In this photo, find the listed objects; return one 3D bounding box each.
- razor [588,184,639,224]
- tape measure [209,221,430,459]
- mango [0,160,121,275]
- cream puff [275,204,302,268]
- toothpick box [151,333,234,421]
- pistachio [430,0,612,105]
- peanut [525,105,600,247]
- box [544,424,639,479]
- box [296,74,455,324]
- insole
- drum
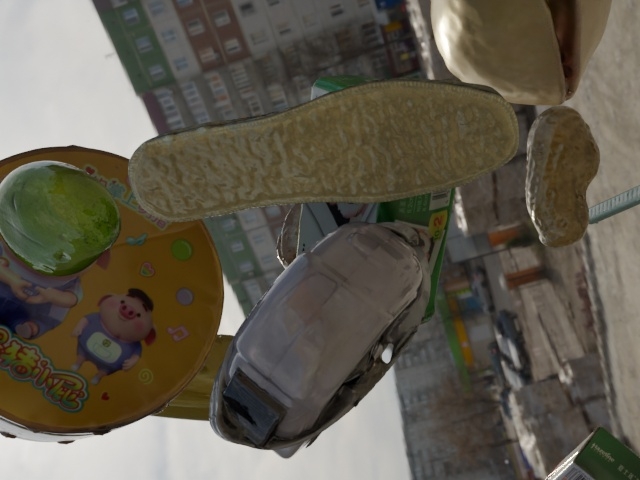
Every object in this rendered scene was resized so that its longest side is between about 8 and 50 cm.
[{"bbox_3d":[0.567,-0.074,1.347,0.278,0.056,0.111,149,128,-68],"label":"razor"},{"bbox_3d":[0.001,0.078,0.609,0.120,0.236,0.197,38,-178,13],"label":"tape measure"},{"bbox_3d":[-0.258,-0.026,0.724,0.117,0.163,0.089,53,-130,-7],"label":"mango"},{"bbox_3d":[0.000,0.000,1.321,0.115,0.165,0.150,26,-166,-48],"label":"cream puff"},{"bbox_3d":[-0.299,0.268,1.468,0.175,0.272,0.174,-175,90,-79],"label":"toothpick box"},{"bbox_3d":[0.210,-0.258,0.770,0.213,0.194,0.318,65,-171,18],"label":"pistachio"},{"bbox_3d":[0.359,-0.098,1.101,0.095,0.108,0.225,27,-115,-46],"label":"peanut"},{"bbox_3d":[0.416,0.364,1.001,0.199,0.081,0.135,41,149,21],"label":"box"},{"bbox_3d":[0.058,-0.042,0.792,0.180,0.103,0.250,36,124,55],"label":"box"},{"bbox_3d":[-0.001,-0.054,0.465,0.011,0.248,0.081,-89,-12,-59],"label":"insole"},{"bbox_3d":[-0.369,0.089,1.102,0.214,0.431,0.430,-31,71,57],"label":"drum"}]
